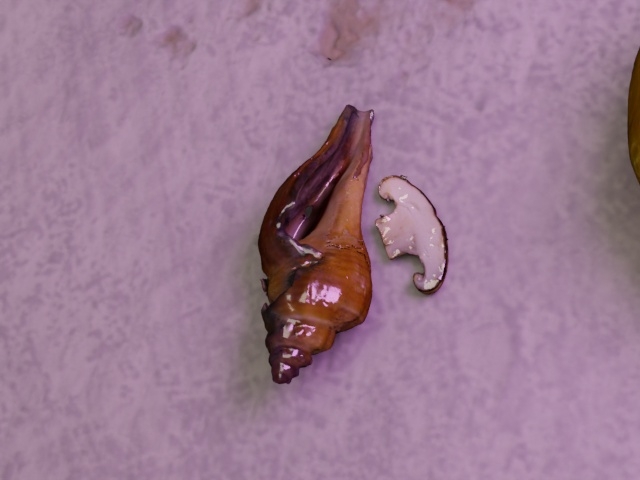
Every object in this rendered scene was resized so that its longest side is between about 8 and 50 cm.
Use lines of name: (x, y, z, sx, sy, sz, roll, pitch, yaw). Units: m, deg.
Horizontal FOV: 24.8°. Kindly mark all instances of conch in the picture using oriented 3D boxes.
conch: (-0.005, 0.003, 1.082, 0.080, 0.086, 0.233, -39, 44, 44)

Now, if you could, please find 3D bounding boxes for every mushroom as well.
mushroom: (0.070, -0.006, 1.095, 0.049, 0.019, 0.101, -20, 67, 5)

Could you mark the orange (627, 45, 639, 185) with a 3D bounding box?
orange: (0.337, -0.087, 0.945, 0.279, 0.235, 0.279, -7, 70, 19)
